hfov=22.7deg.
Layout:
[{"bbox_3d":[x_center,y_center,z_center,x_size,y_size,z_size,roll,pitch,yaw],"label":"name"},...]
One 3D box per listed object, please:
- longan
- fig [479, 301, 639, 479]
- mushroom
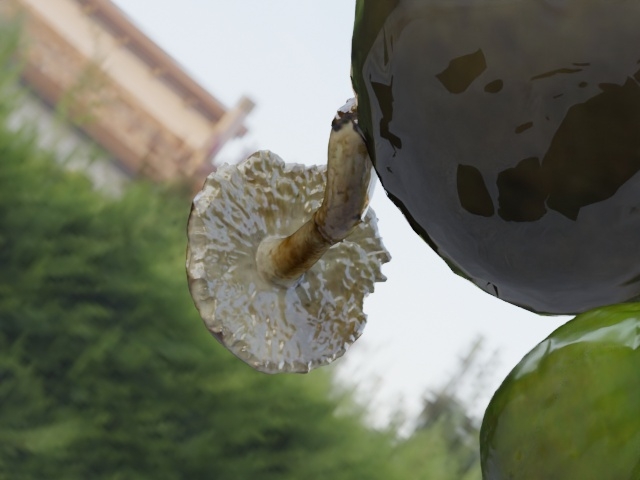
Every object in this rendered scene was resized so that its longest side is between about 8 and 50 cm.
[{"bbox_3d":[0.225,-0.165,1.256,0.436,0.404,0.404,-34,-64,32],"label":"longan"},{"bbox_3d":[0.210,0.108,0.987,0.206,0.206,0.275,33,-31,19],"label":"fig"},{"bbox_3d":[-0.034,0.004,1.578,0.208,0.233,0.302,-4,-14,3],"label":"mushroom"}]
